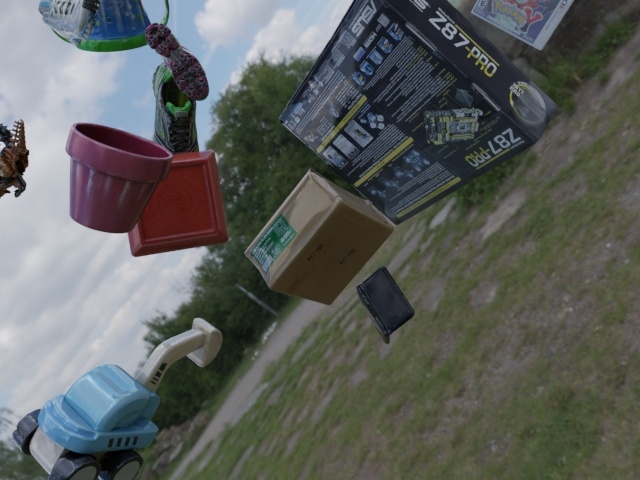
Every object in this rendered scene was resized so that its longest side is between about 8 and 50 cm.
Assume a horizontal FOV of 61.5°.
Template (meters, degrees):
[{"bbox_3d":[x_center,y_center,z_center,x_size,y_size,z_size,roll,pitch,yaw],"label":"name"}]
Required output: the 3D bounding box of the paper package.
[{"bbox_3d":[0.000,0.000,1.571,0.324,0.310,0.168,-51,51,13],"label":"paper package"}]

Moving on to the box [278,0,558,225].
[{"bbox_3d":[0.126,-0.208,0.893,0.097,0.318,0.395,-51,6,-26],"label":"box"}]

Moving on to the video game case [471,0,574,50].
[{"bbox_3d":[0.500,-0.591,1.300,0.023,0.201,0.183,-41,-18,-57],"label":"video game case"}]

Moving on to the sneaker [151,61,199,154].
[{"bbox_3d":[-0.410,-0.325,1.507,0.146,0.134,0.343,-143,47,-65],"label":"sneaker"}]

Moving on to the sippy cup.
[{"bbox_3d":[-0.615,-0.687,1.552,0.305,0.240,0.224,-41,-38,-44],"label":"sippy cup"}]

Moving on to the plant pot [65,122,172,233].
[{"bbox_3d":[-0.422,-0.120,1.094,0.201,0.202,0.180,-78,8,-75],"label":"plant pot"}]

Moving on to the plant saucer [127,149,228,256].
[{"bbox_3d":[-0.386,-0.102,1.419,0.259,0.258,0.048,-9,2,-16],"label":"plant saucer"}]

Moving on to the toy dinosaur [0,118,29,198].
[{"bbox_3d":[-0.891,-0.241,1.507,0.322,0.218,0.164,-38,10,16],"label":"toy dinosaur"}]

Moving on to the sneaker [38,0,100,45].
[{"bbox_3d":[-0.436,-0.385,0.921,0.191,0.083,0.071,8,79,53],"label":"sneaker"}]

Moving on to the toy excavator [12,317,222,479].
[{"bbox_3d":[-0.490,0.402,1.425,0.445,0.222,0.433,-60,-29,0],"label":"toy excavator"}]

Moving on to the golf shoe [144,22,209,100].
[{"bbox_3d":[-0.295,-0.379,1.155,0.068,0.186,0.086,-35,1,4],"label":"golf shoe"}]

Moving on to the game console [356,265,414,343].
[{"bbox_3d":[0.132,0.133,1.097,0.071,0.122,0.107,-28,-27,-5],"label":"game console"}]
